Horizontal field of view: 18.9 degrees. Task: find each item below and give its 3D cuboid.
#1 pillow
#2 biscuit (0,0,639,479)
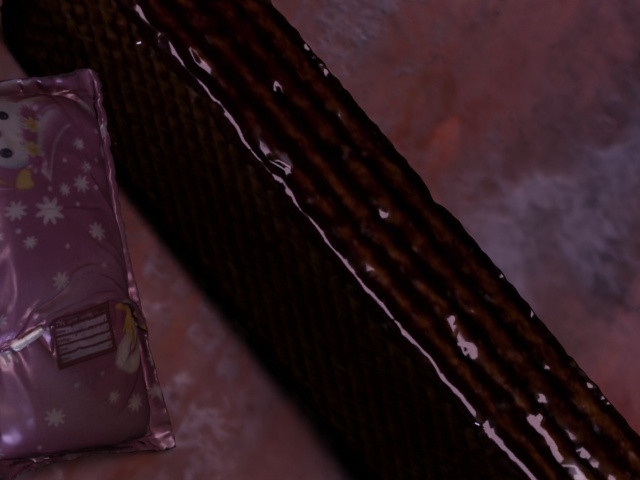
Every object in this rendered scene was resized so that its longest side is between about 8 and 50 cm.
[{"bbox_3d":[-0.124,0.016,0.858,0.118,0.043,0.185,-15,96,-49],"label":"pillow"},{"bbox_3d":[0.000,0.000,0.903,0.388,0.107,0.073,50,55,3],"label":"biscuit"}]
